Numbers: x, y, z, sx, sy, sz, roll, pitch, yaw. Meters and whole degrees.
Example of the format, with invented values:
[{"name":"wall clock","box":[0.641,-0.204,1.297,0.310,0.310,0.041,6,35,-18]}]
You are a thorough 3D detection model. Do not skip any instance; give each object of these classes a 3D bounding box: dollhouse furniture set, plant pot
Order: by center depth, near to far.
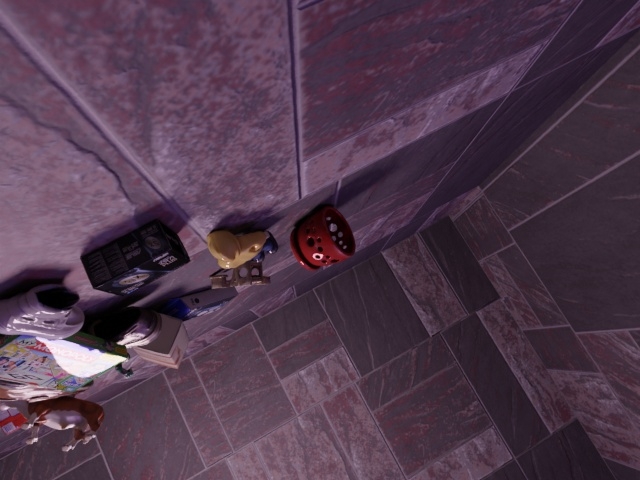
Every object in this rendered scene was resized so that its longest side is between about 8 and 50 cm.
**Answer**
[{"name":"plant pot","box":[0.000,0.000,1.557,0.174,0.191,0.191,-26,171,25]},{"name":"dollhouse furniture set","box":[-0.295,0.118,1.663,0.160,0.101,0.182,-7,175,14]}]

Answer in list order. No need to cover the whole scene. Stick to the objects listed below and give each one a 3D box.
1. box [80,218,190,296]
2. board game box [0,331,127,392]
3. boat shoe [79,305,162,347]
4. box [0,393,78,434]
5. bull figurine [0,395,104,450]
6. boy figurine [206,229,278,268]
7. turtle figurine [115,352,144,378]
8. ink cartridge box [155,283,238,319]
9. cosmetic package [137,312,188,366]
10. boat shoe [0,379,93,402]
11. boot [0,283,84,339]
[{"name":"box","box":[-0.404,0.043,1.010,0.180,0.078,0.147,-28,168,-7]},{"name":"board game box","box":[-0.717,0.315,1.211,0.213,0.046,0.317,-31,145,8]},{"name":"boat shoe","box":[-0.666,0.280,1.359,0.355,0.132,0.130,-24,143,-6]},{"name":"box","box":[-0.967,0.528,1.554,0.256,0.128,0.122,-29,-174,-6]},{"name":"bull figurine","box":[-0.844,0.550,1.423,0.310,0.188,0.101,21,107,-26]},{"name":"boy figurine","box":[-0.237,0.025,1.315,0.177,0.092,0.285,-33,167,19]},{"name":"turtle figurine","box":[-0.747,0.430,1.702,0.118,0.175,0.234,-5,157,-1]},{"name":"ink cartridge box","box":[-0.491,0.257,1.771,0.165,0.065,0.332,-36,166,31]},{"name":"cosmetic package","box":[-0.580,0.367,1.646,0.153,0.129,0.296,16,153,-2]},{"name":"boat shoe","box":[-0.853,0.428,1.374,0.116,0.123,0.324,-41,147,8]},{"name":"boot","box":[-0.586,0.159,1.012,0.123,0.095,0.258,-23,168,5]}]
